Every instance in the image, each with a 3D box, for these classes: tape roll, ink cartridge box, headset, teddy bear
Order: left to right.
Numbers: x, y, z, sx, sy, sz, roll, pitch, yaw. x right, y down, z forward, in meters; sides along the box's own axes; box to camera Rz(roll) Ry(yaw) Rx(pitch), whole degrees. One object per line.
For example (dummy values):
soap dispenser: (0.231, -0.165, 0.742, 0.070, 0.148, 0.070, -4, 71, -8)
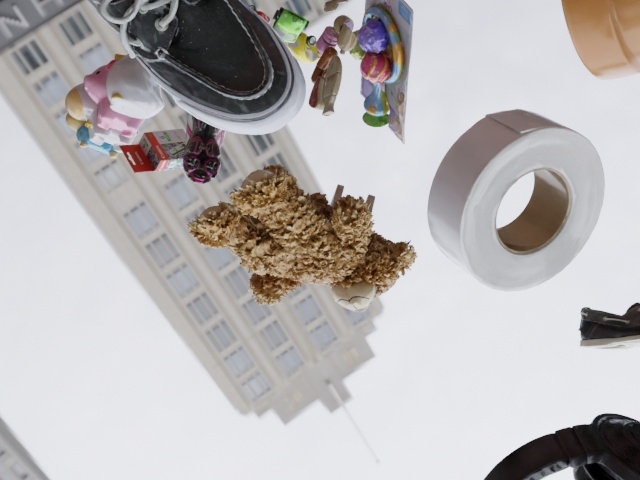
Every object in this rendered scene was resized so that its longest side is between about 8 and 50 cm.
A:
ink cartridge box: (-0.257, -0.144, 1.606, 0.115, 0.029, 0.063, -11, -121, -43)
teddy bear: (-0.019, 0.013, 1.386, 0.245, 0.338, 0.113, -27, -131, 15)
tape roll: (0.315, -0.065, 1.613, 0.286, 0.286, 0.100, -35, -145, -9)
headset: (0.375, 0.325, 1.152, 0.394, 0.243, 0.185, -12, -151, -3)

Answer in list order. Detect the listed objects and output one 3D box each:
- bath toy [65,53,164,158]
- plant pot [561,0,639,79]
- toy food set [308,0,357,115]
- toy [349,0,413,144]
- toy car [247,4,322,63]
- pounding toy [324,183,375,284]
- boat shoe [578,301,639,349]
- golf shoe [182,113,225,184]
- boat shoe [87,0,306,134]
bath toy: (-0.380, -0.265, 1.858, 0.348, 0.151, 0.129, -21, -130, 62)
plant pot: (0.473, -0.374, 1.369, 0.204, 0.291, 0.291, 0, -137, 37)
toy food set: (0.013, -0.184, 1.018, 0.078, 0.019, 0.122, 9, -93, 65)
toy: (0.075, -0.257, 1.432, 0.056, 0.237, 0.137, -23, -129, -15)
toy car: (-0.077, -0.408, 1.953, 0.053, 0.239, 0.225, -65, -168, 0)
pounding toy: (0.000, 0.000, 1.962, 0.155, 0.269, 0.154, 18, -121, -2)
boat shoe: (0.540, 0.139, 1.674, 0.233, 0.084, 0.079, -7, -108, 42)
golf shoe: (-0.173, -0.179, 1.521, 0.086, 0.068, 0.186, -152, -102, -75)
boat shoe: (-0.139, -0.214, 0.881, 0.113, 0.105, 0.306, -42, -104, 0)
